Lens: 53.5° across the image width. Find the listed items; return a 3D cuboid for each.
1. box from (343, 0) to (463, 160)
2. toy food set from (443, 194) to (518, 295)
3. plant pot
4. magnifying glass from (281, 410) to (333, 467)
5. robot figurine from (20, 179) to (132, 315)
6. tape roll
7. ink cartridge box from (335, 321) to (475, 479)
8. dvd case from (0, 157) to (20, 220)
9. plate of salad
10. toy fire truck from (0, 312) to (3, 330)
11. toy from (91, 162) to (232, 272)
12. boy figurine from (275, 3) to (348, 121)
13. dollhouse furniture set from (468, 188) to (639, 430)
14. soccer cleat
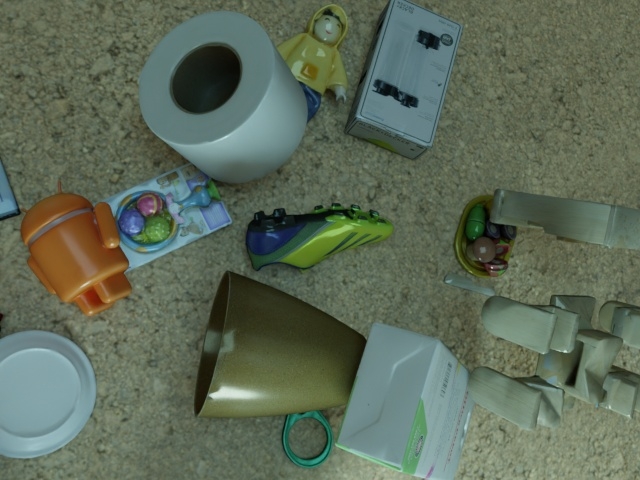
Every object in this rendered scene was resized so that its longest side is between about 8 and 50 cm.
[{"bbox_3d":[0.170,-0.330,1.294,0.169,0.087,0.290,19,75,-11],"label":"box"},{"bbox_3d":[0.345,0.003,1.286,0.128,0.071,0.217,23,74,-10],"label":"toy food set"},{"bbox_3d":[-0.058,0.189,1.053,0.254,0.237,0.237,12,76,-14],"label":"plant pot"},{"bbox_3d":[-0.036,0.292,1.148,0.092,0.026,0.231,-10,80,-13],"label":"magnifying glass"},{"bbox_3d":[-0.403,0.013,1.049,0.128,0.158,0.219,-33,89,-35],"label":"robot figurine"},{"bbox_3d":[-0.161,-0.240,1.089,0.246,0.169,0.246,-5,72,17],"label":"tape roll"},{"bbox_3d":[0.166,0.294,1.098,0.119,0.353,0.207,11,72,29],"label":"ink cartridge box"},{"bbox_3d":[-0.639,-0.132,1.067,0.180,0.022,0.253,-21,86,-18],"label":"dvd case"},{"bbox_3d":[-0.466,0.246,1.024,0.200,0.048,0.199,10,71,-32],"label":"plate of salad"},{"bbox_3d":[-0.591,0.141,1.014,0.135,0.047,0.192,19,76,-11],"label":"toy fire truck"},{"bbox_3d":[-0.290,-0.047,1.129,0.237,0.056,0.137,-26,86,-18],"label":"toy"},{"bbox_3d":[-0.017,-0.333,1.243,0.177,0.092,0.285,29,76,-6],"label":"boy figurine"},{"bbox_3d":[0.445,0.118,1.199,0.362,0.256,0.394,5,98,-33],"label":"dollhouse furniture set"},{"bbox_3d":[-0.001,0.000,1.198,0.289,0.093,0.121,-4,111,-20],"label":"soccer cleat"}]
